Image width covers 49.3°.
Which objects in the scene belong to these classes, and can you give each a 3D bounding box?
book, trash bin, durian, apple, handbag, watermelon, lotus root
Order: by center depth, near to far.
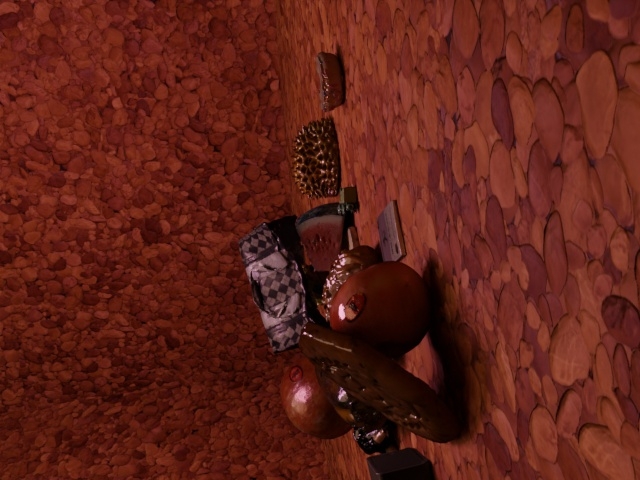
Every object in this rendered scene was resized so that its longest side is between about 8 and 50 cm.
[{"bbox_3d":[0.114,0.135,1.335,0.209,0.209,0.164,96,161,-63],"label":"apple"},{"bbox_3d":[0.157,-0.010,1.570,0.182,0.014,0.127,118,143,-77],"label":"book"},{"bbox_3d":[0.193,0.612,1.576,0.164,0.122,0.241,152,108,-83],"label":"trash bin"},{"bbox_3d":[0.086,0.379,1.886,0.397,0.179,0.196,-124,17,-72],"label":"lotus root"},{"bbox_3d":[0.000,0.000,2.156,0.318,0.148,0.226,92,178,-69],"label":"watermelon"},{"bbox_3d":[0.002,-0.250,2.187,0.186,0.153,0.261,-3,104,58],"label":"durian"},{"bbox_3d":[-0.105,0.145,2.270,0.316,0.180,0.416,-30,77,62],"label":"handbag"},{"bbox_3d":[0.013,0.499,2.315,0.309,0.277,0.250,48,121,43],"label":"apple"}]

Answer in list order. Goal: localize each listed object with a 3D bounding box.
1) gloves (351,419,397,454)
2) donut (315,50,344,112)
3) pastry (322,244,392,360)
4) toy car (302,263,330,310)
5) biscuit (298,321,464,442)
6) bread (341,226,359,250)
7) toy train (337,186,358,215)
[{"bbox_3d":[0.146,0.526,1.891,0.181,0.106,0.129,90,172,-70],"label":"gloves"},{"bbox_3d":[0.028,-0.435,1.911,0.108,0.065,0.166,-123,27,-73],"label":"donut"},{"bbox_3d":[0.089,0.165,1.729,0.255,0.161,0.311,89,171,-57],"label":"pastry"},{"bbox_3d":[-0.016,0.154,2.509,0.142,0.200,0.248,-69,16,-12],"label":"toy car"},{"bbox_3d":[0.103,0.272,1.305,0.046,0.359,0.359,-55,-7,-17],"label":"biscuit"},{"bbox_3d":[0.089,0.011,2.073,0.154,0.028,0.068,108,153,-72],"label":"bread"},{"bbox_3d":[0.075,-0.111,1.972,0.122,0.050,0.081,-158,65,-82],"label":"toy train"}]
